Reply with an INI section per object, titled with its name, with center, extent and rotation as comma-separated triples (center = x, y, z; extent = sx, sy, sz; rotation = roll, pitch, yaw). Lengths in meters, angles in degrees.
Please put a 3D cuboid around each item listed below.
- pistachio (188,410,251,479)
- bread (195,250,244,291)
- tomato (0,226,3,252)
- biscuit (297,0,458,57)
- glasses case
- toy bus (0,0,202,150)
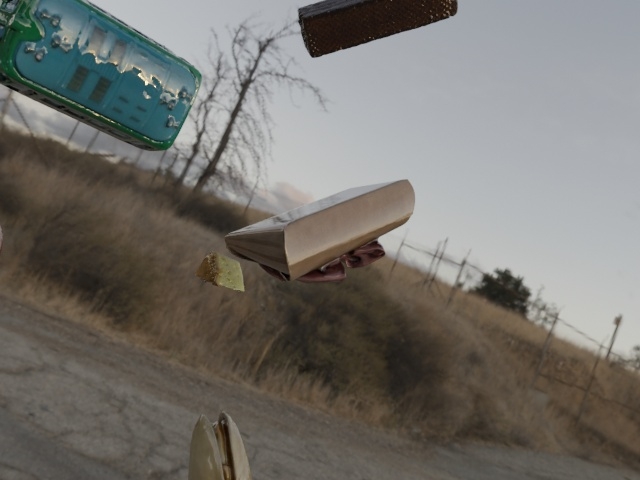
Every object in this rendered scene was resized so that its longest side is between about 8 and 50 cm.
[pistachio]
center = -0.209, 0.465, 1.279
extent = 0.126, 0.223, 0.152
rotation = -4, -11, -25
[bread]
center = -0.207, 0.090, 1.314
extent = 0.084, 0.080, 0.109
rotation = 20, 30, -29
[tomato]
center = -0.798, 0.034, 1.237
extent = 0.289, 0.325, 0.293
rotation = 9, -18, 31
[biscuit]
center = 0.139, -0.546, 1.500
extent = 0.073, 0.388, 0.107
rotation = -110, -176, -45
[glasses case]
center = 0.000, 0.000, 0.592
extent = 0.102, 0.070, 0.193
rotation = -5, 12, 42
[toy bus]
center = -0.369, -0.280, 1.019
extent = 0.343, 0.184, 0.199
rotation = 23, 4, -43
